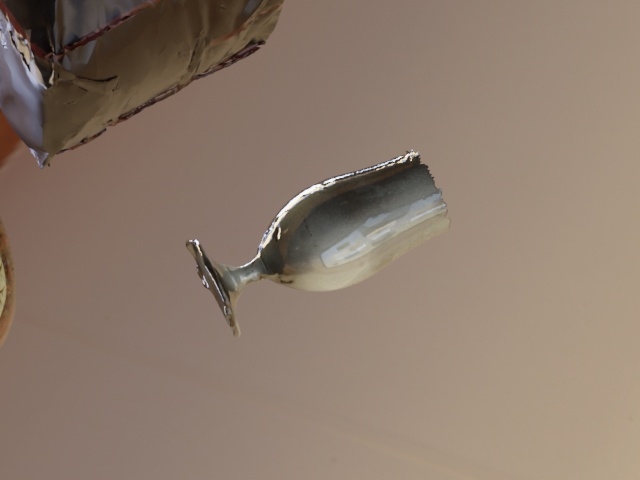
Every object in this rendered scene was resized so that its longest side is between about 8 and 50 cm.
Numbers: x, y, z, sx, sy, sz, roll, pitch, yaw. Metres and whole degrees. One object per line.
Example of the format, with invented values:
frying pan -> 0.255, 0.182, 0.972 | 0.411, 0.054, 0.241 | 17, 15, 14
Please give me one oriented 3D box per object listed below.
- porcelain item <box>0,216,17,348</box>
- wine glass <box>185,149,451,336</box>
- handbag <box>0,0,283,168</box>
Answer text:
porcelain item -> -0.447, 0.037, 1.620 | 0.253, 0.253, 0.253 | -13, -131, 16
wine glass -> 0.000, 0.000, 1.387 | 0.222, 0.103, 0.103 | -24, -134, -8
handbag -> -0.134, -0.165, 0.826 | 0.169, 0.155, 0.215 | -32, -110, -26
